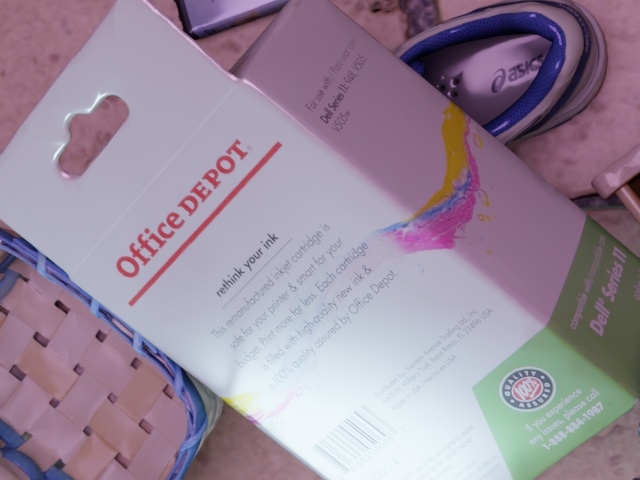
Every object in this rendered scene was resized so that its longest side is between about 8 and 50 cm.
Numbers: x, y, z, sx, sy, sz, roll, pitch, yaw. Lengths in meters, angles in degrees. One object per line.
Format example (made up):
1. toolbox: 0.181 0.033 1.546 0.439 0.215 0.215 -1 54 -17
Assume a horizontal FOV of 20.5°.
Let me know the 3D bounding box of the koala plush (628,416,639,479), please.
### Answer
1. koala plush: 0.253 0.106 0.948 0.196 0.221 0.203 -49 57 26

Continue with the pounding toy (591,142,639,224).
1. pounding toy: 0.310 -0.059 1.033 0.269 0.154 0.155 -39 81 11

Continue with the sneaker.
1. sneaker: 0.035 -0.074 1.113 0.296 0.131 0.112 -31 84 13

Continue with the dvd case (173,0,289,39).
1. dvd case: 0.003 -0.257 1.179 0.253 0.022 0.180 -17 85 13

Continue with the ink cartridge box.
1. ink cartridge box: 0.000 0.000 1.033 0.353 0.119 0.207 39 130 -8

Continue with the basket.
1. basket: -0.192 0.111 1.082 0.255 0.289 0.201 37 98 13
